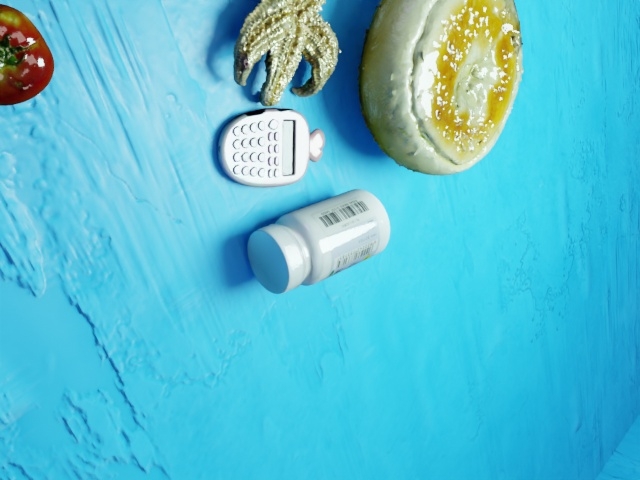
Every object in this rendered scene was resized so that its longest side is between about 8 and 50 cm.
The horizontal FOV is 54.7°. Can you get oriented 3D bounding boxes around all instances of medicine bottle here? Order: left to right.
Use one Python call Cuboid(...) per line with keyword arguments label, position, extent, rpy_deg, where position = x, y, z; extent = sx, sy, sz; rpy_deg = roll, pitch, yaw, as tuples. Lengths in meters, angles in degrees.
Cuboid(label="medicine bottle", position=(0.000, 0.000, 0.848), extent=(0.187, 0.103, 0.102), rpy_deg=(-23, 117, -38))

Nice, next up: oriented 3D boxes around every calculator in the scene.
Cuboid(label="calculator", position=(-0.062, -0.122, 0.812), extent=(0.166, 0.024, 0.103), rpy_deg=(-10, 108, -39))

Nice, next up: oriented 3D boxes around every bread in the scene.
Cuboid(label="bread", position=(0.171, -0.247, 0.902), extent=(0.305, 0.159, 0.305), rpy_deg=(-11, 108, -37))

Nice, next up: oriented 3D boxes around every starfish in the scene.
Cuboid(label="starfish", position=(-0.041, -0.288, 0.759), extent=(0.216, 0.071, 0.238), rpy_deg=(42, 66, -47))

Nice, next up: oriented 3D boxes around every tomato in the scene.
Cuboid(label="tomato", position=(-0.287, -0.164, 0.554), extent=(0.087, 0.075, 0.087), rpy_deg=(-9, 110, -26))
